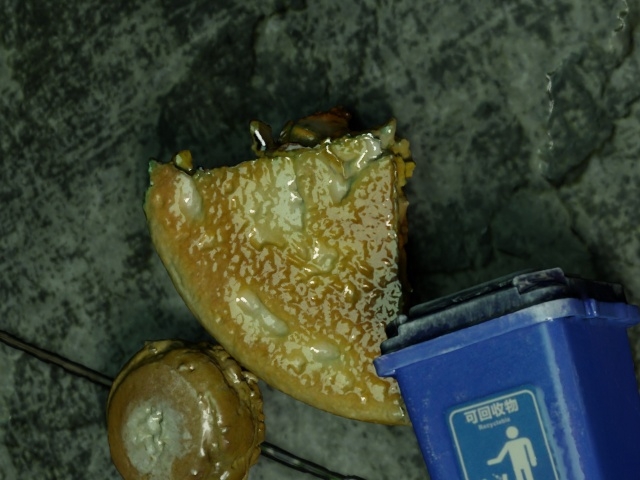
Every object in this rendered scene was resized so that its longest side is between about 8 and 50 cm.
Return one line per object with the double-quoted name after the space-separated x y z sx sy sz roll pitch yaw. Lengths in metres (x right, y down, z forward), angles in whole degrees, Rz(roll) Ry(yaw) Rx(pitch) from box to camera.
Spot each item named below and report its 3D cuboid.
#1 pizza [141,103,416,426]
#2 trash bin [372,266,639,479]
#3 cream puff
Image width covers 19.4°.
0.000 0.000 1.445 0.289 0.081 0.228 38 107 16 "pizza"
0.156 0.147 1.305 0.163 0.184 0.234 -21 76 28 "trash bin"
-0.104 0.146 1.501 0.126 0.103 0.144 28 107 28 "cream puff"
